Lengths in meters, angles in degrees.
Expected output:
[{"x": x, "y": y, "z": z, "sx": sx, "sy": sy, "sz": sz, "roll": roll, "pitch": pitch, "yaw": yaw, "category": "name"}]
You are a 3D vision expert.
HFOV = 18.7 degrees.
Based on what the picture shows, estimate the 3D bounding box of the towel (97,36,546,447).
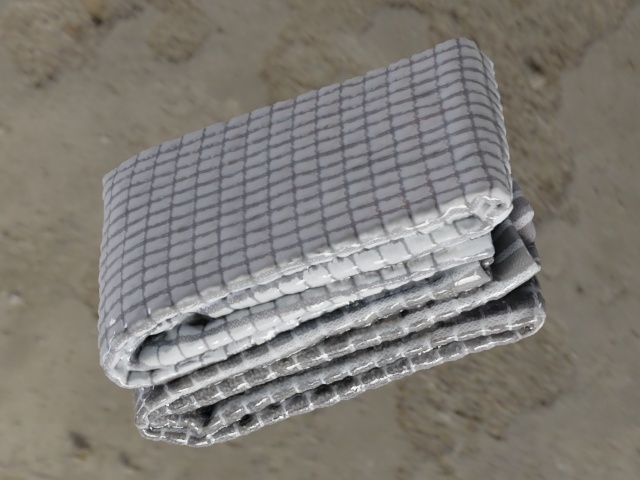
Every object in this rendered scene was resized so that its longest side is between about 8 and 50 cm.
[{"x": 0.000, "y": 0.000, "z": 1.262, "sx": 0.283, "sy": 0.121, "sz": 0.235, "roll": -20, "pitch": 30, "yaw": 8, "category": "towel"}]
